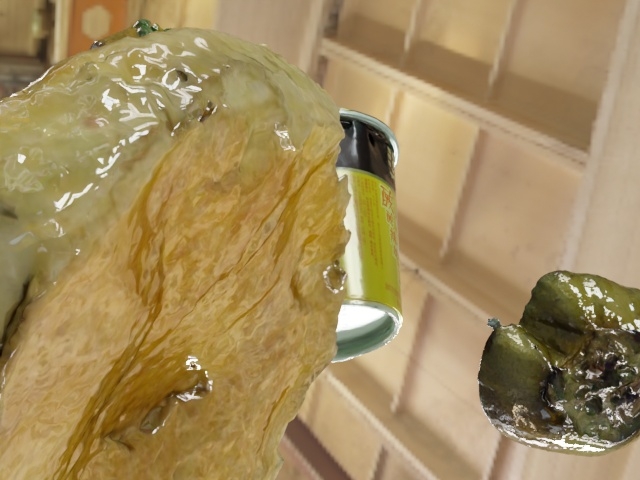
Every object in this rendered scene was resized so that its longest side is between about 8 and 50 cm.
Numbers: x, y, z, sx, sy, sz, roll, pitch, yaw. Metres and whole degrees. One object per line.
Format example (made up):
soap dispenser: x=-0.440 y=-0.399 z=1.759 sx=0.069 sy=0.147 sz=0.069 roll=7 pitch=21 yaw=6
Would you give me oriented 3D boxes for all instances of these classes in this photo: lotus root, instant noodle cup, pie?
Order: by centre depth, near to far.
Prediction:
pie: x=-0.090 y=0.067 z=0.496 sx=0.083 sy=0.339 sz=0.339 roll=28 pitch=-60 yaw=25
lotus root: x=0.255 y=0.128 z=1.089 sx=0.078 sy=0.203 sz=0.183 roll=-120 pitch=-140 yaw=-76
instant noodle cup: x=0.000 y=0.000 z=1.288 sx=0.215 sy=0.215 sz=0.236 roll=127 pitch=-38 yaw=-50

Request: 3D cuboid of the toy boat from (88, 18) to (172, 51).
toy boat: x=-0.130 y=-0.128 z=0.926 sx=0.229 sy=0.088 sz=0.089 roll=-129 pitch=-142 yaw=-51
